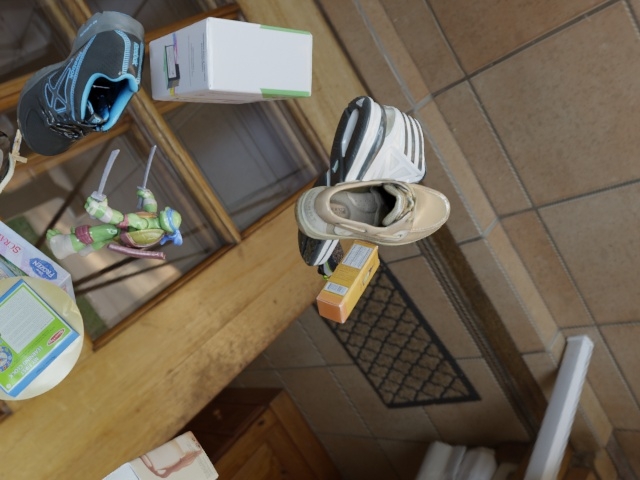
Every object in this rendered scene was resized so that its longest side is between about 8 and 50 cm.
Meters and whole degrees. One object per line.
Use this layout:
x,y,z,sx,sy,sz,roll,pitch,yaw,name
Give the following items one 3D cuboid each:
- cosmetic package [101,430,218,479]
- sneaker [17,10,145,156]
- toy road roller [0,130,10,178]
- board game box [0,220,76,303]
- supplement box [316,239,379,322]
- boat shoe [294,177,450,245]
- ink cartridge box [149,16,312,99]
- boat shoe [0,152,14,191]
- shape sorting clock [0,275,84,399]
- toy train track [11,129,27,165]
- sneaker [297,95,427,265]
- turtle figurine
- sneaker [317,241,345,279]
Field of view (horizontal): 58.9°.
-0.345,0.510,1.159,0.129,0.153,0.296,54,-178,11,cosmetic package
-0.419,-0.234,0.969,0.340,0.125,0.140,-35,58,34,sneaker
-0.346,0.029,0.344,0.202,0.330,0.240,28,159,-17,toy road roller
-0.769,0.078,1.444,0.318,0.066,0.319,36,147,4,board game box
0.079,0.107,1.536,0.080,0.233,0.078,18,140,27,supplement box
0.123,-0.053,1.035,0.110,0.341,0.122,-14,83,57,boat shoe
-0.174,-0.321,1.054,0.278,0.201,0.117,14,107,54,ink cartridge box
-0.546,-0.107,0.890,0.233,0.084,0.079,-108,2,-52,boat shoe
-0.509,0.164,0.961,0.206,0.206,0.040,46,166,5,shape sorting clock
-0.618,-0.184,1.148,0.014,0.048,0.083,-11,68,45,toy train track
0.125,-0.112,1.416,0.448,0.257,0.169,-66,31,23,sneaker
-0.451,-0.074,1.230,0.266,0.198,0.275,-21,123,8,turtle figurine
0.000,0.000,1.681,0.097,0.084,0.235,-25,68,39,sneaker
